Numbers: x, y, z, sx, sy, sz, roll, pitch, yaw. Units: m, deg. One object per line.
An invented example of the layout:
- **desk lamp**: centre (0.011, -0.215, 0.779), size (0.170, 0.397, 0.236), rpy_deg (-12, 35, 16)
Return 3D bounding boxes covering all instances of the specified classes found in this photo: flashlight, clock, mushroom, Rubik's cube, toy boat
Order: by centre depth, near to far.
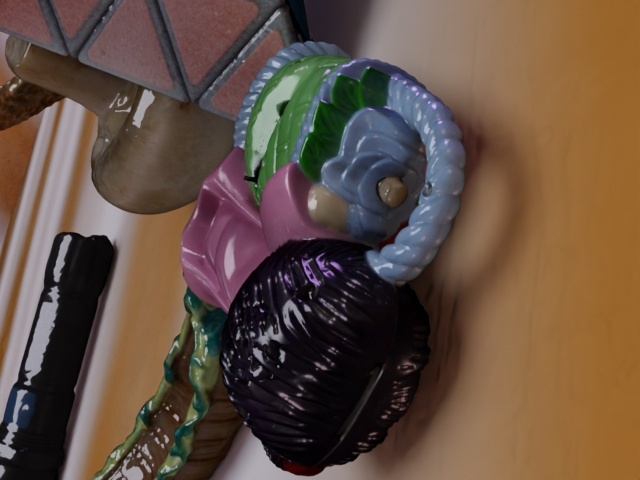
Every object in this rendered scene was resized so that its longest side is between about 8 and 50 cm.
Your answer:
- **clock**: centre (0.000, 0.000, 0.409), size (0.194, 0.100, 0.195), rpy_deg (-63, 29, 19)
- **Rubik's cube**: centre (-0.096, -0.221, 0.578), size (0.233, 0.228, 0.229), rpy_deg (18, 84, 57)
- **toy boat**: centre (-0.129, 0.155, 0.590), size (0.293, 0.099, 0.108), rpy_deg (-54, 30, 22)
- **mushroom**: centre (-0.175, -0.133, 0.702), size (0.207, 0.215, 0.207), rpy_deg (-37, 43, 44)
- **flashlight**: centre (-0.379, 0.190, 1.071), size (0.103, 0.103, 0.424), rpy_deg (-3, 73, 63)

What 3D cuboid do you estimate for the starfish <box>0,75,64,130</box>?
- **starfish**: centre (-0.210, -0.263, 0.799), size (0.132, 0.383, 0.398), rpy_deg (55, 144, 39)
